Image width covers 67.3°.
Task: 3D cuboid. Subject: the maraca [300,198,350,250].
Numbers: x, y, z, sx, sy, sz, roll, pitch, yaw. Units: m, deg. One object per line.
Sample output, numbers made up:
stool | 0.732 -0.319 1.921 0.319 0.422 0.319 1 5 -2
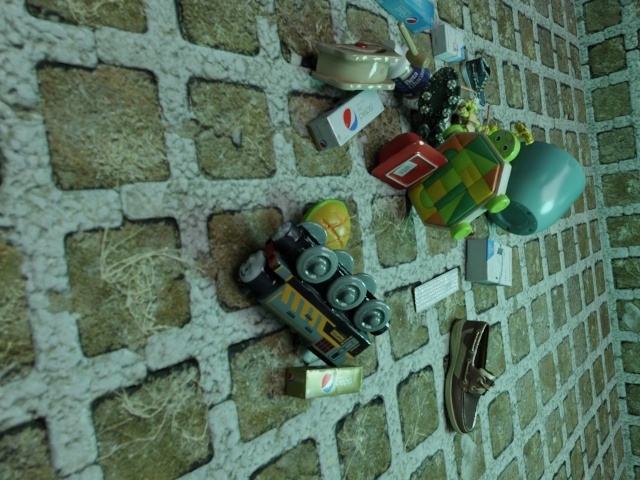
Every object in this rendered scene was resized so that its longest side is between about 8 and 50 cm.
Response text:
maraca | 0.000 0.000 1.022 0.127 0.099 0.185 15 102 -41

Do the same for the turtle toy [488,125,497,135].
turtle toy | 0.613 -0.343 1.725 0.130 0.066 0.095 32 64 -41

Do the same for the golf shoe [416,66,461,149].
golf shoe | 0.324 -0.376 1.346 0.272 0.105 0.120 93 13 -53

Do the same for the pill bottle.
pill bottle | 0.222 -0.463 1.302 0.169 0.094 0.094 26 68 -42

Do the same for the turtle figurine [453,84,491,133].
turtle figurine | 0.474 -0.371 1.567 0.269 0.087 0.217 21 78 -53

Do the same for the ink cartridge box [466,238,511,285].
ink cartridge box | 0.572 0.078 1.628 0.191 0.082 0.139 13 77 -44

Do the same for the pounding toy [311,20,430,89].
pounding toy | 0.112 -0.445 1.117 0.270 0.154 0.154 -11 129 -31

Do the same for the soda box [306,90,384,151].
soda box | 0.062 -0.292 1.134 0.216 0.069 0.073 -46 118 -40

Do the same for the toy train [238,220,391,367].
toy train | -0.004 0.109 0.944 0.334 0.190 0.142 44 11 -30

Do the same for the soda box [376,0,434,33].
soda box | 0.240 -0.674 1.362 0.210 0.067 0.071 14 76 -45

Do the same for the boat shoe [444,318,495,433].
boat shoe | 0.459 0.407 1.442 0.123 0.123 0.341 23 69 -43

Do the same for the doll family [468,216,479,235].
doll family | 0.478 -0.094 1.557 0.193 0.076 0.111 -43 121 -35

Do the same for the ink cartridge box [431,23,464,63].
ink cartridge box | 0.412 -0.632 1.552 0.122 0.052 0.088 -6 91 -46

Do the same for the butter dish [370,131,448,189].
butter dish | 0.222 -0.226 1.261 0.160 0.160 0.118 18 51 -45

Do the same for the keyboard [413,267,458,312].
keyboard | 0.349 0.145 1.433 0.256 0.014 0.072 -15 97 -46

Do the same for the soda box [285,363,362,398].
soda box | 0.012 0.297 1.023 0.181 0.061 0.058 11 77 -46

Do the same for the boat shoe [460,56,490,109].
boat shoe | 0.558 -0.545 1.675 0.183 0.083 0.065 56 50 -27

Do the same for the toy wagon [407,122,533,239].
toy wagon | 0.385 -0.181 1.261 0.068 0.344 0.267 8 50 -45

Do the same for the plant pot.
plant pot | 0.722 -0.159 1.676 0.235 0.293 0.293 -49 121 -22
